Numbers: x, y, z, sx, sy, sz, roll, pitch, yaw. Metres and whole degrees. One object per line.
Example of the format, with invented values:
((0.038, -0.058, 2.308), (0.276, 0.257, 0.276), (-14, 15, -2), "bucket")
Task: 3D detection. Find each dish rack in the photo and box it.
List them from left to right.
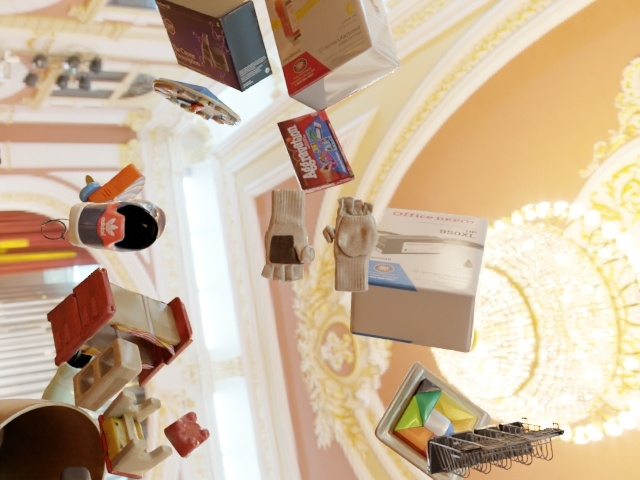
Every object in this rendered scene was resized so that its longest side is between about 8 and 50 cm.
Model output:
((0.306, 0.366, 1.330), (0.271, 0.208, 0.074), (117, -39, -78), "dish rack")

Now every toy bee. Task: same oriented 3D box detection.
((-0.618, -0.092, 2.092), (0.162, 0.298, 0.195), (107, -37, -67), "toy bee")

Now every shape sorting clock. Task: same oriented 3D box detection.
((-0.267, -0.293, 1.629), (0.206, 0.206, 0.040), (12, -105, 56), "shape sorting clock")

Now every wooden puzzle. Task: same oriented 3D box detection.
((0.268, 0.427, 1.751), (0.239, 0.221, 0.044), (38, -33, -1), "wooden puzzle")

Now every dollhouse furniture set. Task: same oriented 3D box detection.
((-0.314, 0.243, 1.273), (0.152, 0.201, 0.374), (-41, -132, 18), "dollhouse furniture set")

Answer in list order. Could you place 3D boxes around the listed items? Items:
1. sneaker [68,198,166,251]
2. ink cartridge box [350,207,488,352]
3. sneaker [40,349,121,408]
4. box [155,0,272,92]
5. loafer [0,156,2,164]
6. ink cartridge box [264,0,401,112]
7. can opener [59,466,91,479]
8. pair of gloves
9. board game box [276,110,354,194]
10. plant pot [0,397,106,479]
((-0.410, -0.027, 1.709), (0.148, 0.350, 0.131), (4, -84, 17), "sneaker")
((0.256, 0.082, 1.884), (0.285, 0.395, 0.166), (7, -61, 13), "ink cartridge box")
((-0.486, 0.282, 1.665), (0.094, 0.256, 0.151), (36, -70, 13), "sneaker")
((-0.245, -0.469, 1.726), (0.261, 0.103, 0.184), (30, -35, 39), "box")
((-0.870, -0.204, 1.998), (0.148, 0.056, 0.050), (-112, -140, -57), "loafer")
((0.019, -0.587, 2.028), (0.279, 0.160, 0.384), (-25, -112, 30), "ink cartridge box")
((-0.325, 0.387, 1.088), (0.283, 0.095, 0.076), (169, -75, -70), "can opener")
((0.000, 0.000, 1.602), (0.042, 0.240, 0.204), (-23, 122, -88), "pair of gloves")
((-0.017, -0.246, 2.073), (0.027, 0.145, 0.281), (77, -7, -51), "board game box")
((-0.526, 0.361, 1.259), (0.254, 0.237, 0.237), (5, -82, 42), "plant pot")
